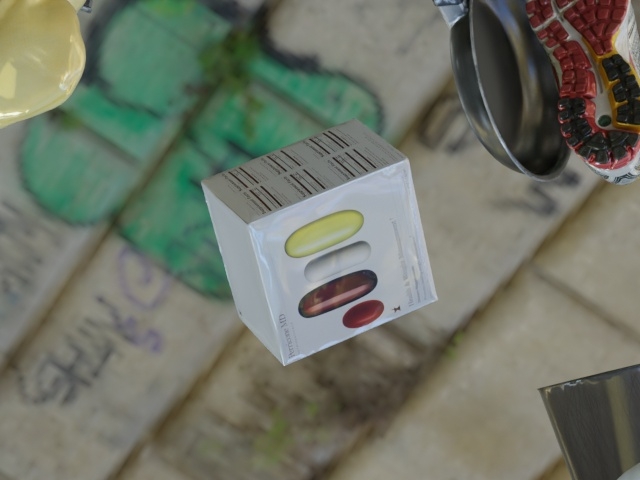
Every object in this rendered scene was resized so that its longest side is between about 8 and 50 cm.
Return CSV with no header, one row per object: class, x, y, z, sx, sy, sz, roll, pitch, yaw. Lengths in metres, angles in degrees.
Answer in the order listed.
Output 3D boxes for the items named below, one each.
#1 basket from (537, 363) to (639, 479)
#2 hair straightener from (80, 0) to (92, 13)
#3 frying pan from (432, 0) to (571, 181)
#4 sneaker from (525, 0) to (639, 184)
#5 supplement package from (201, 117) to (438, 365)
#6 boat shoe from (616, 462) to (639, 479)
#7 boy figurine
basket,0.360,0.256,2.199,0.154,0.227,0.204,-9,173,-38
hair straightener,-0.247,-0.253,1.885,0.230,0.047,0.089,-36,-138,35
frying pan,0.127,-0.153,1.560,0.053,0.326,0.197,-12,-105,30
sneaker,0.223,-0.146,1.591,0.093,0.088,0.225,49,34,-59
supplement package,0.000,0.000,2.233,0.203,0.194,0.149,-23,-151,-15
boat shoe,0.380,0.224,1.568,0.367,0.135,0.156,-32,-119,48
boy figurine,-0.229,-0.204,1.365,0.092,0.285,0.177,-31,157,20
